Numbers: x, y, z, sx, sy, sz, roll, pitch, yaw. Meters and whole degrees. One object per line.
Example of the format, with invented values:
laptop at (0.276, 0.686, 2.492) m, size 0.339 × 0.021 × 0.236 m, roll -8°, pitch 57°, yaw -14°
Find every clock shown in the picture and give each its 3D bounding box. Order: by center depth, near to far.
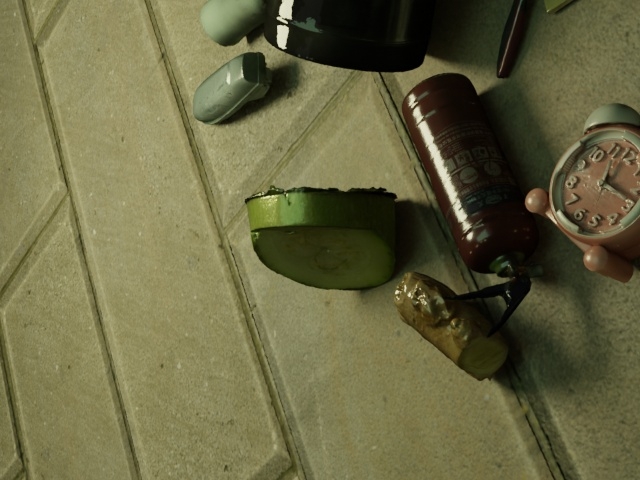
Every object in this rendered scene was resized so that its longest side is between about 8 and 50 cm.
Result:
clock at (0.333, -0.056, 1.231) m, size 0.162 × 0.093 × 0.166 m, roll -55°, pitch 45°, yaw 19°

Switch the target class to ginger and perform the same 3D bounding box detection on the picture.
ginger at (0.151, 0.095, 1.409) m, size 0.074 × 0.137 × 0.213 m, roll -35°, pitch 39°, yaw -9°

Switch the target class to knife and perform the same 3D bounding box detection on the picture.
knife at (0.256, -0.327, 1.405) m, size 0.035 × 0.018 × 0.247 m, roll -142°, pitch 61°, yaw -62°

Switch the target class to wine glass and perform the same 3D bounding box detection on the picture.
wine glass at (-0.105, -0.406, 1.821) m, size 0.231 × 0.103 × 0.103 m, roll -30°, pitch 62°, yaw 50°

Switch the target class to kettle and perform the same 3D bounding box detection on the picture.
kettle at (0.066, -0.426, 1.500) m, size 0.321 × 0.228 × 0.324 m, roll -66°, pitch -12°, yaw -64°

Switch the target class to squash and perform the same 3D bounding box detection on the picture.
squash at (-0.002, -0.011, 1.537) m, size 0.220 × 0.220 × 0.133 m, roll -9°, pitch 74°, yaw 51°

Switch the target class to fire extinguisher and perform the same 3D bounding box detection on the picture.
fire extinguisher at (0.183, -0.042, 1.377) m, size 0.102 × 0.138 × 0.344 m, roll 81°, pitch 172°, yaw -61°

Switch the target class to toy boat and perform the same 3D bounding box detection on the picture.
toy boat at (-0.153, -0.250, 1.886) m, size 0.260 × 0.085 × 0.078 m, roll -23°, pitch 66°, yaw 60°

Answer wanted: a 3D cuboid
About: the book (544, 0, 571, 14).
book at (0.299, -0.344, 1.368) m, size 0.077 × 0.014 × 0.111 m, roll -32°, pitch 60°, yaw 47°
